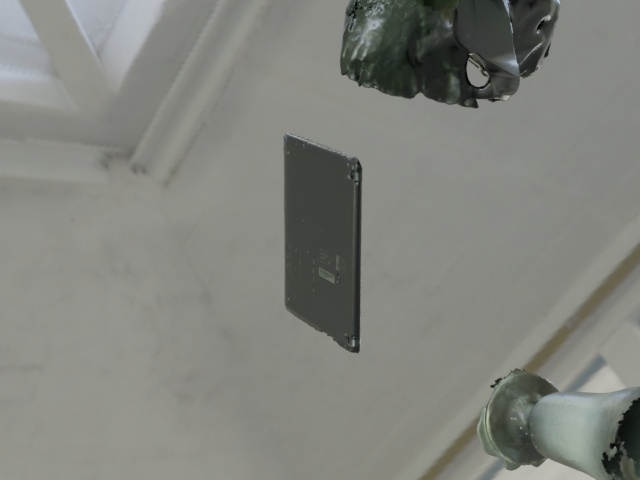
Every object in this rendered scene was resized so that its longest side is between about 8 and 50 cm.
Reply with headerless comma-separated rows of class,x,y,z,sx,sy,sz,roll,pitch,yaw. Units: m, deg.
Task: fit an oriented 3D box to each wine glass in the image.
wine glass,0.165,0.120,0.685,0.072,0.072,0.155,-16,4,-21

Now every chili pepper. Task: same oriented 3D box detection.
chili pepper,0.132,-0.197,0.968,0.264,0.116,0.148,-21,-72,-41

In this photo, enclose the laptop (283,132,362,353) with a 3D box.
laptop,0.000,0.000,1.014,0.016,0.129,0.180,-11,-68,-31
